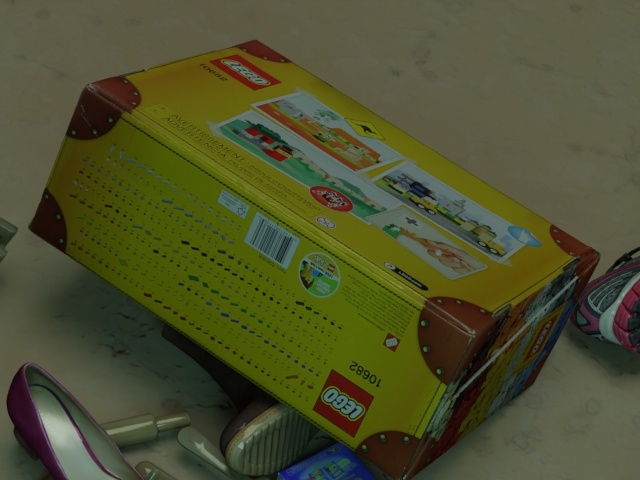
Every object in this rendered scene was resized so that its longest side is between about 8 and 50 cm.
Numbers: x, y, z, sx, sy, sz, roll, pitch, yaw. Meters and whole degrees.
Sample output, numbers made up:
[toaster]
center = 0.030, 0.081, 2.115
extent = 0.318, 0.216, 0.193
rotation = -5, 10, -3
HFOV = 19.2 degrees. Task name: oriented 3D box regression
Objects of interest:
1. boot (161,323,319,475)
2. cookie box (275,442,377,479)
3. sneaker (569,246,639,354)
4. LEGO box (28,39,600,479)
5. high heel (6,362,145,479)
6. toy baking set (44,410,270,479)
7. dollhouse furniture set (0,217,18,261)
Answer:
[boot]
center = -0.093, 0.152, 2.048
extent = 0.207, 0.090, 0.248
rotation = 27, 30, 22
[cookie box]
center = 0.017, 0.276, 1.997
extent = 0.092, 0.040, 0.107
rotation = -23, 56, -32
[sneaker]
center = 0.421, 0.039, 2.289
extent = 0.112, 0.121, 0.299
rotation = 13, 26, 43
[LEGO box]
center = 0.000, 0.000, 2.073
extent = 0.500, 0.193, 0.372
rotation = 33, 26, 17
[high heel]
center = -0.221, 0.224, 1.897
extent = 0.082, 0.117, 0.244
rotation = -33, 65, -28
[toy baking set]
center = -0.171, 0.264, 1.970
extent = 0.256, 0.030, 0.197
rotation = -15, 58, -19
[dollhouse furniture set]
center = -0.488, 0.045, 2.054
extent = 0.242, 0.161, 0.212
rotation = 32, 43, -15
